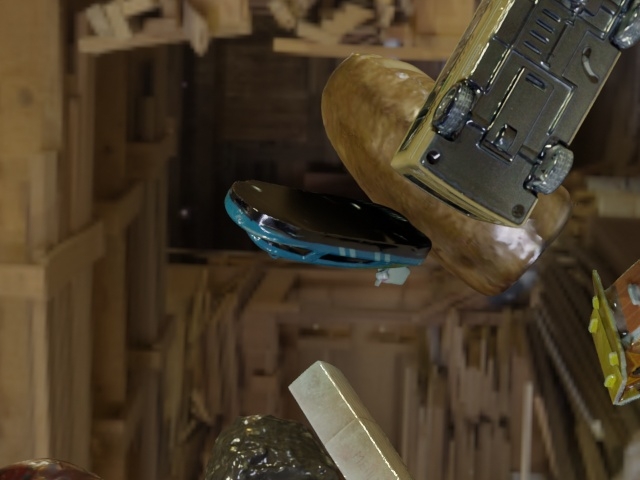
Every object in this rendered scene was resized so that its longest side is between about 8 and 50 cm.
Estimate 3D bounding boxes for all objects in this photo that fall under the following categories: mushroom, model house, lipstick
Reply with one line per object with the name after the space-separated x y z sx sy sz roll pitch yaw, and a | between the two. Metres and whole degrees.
0.156 -0.104 1.861 0.224 0.397 0.313 -51 3 11 | mushroom
0.572 0.143 1.875 0.323 0.340 0.300 -50 39 44 | model house
0.081 0.350 1.953 0.371 0.076 0.080 55 -167 32 | lipstick

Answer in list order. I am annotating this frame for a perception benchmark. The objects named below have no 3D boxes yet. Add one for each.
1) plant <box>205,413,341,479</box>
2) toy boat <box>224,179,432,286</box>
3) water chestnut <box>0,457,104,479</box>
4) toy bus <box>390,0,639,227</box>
-0.044 0.309 1.317 0.274 0.146 0.149 -114 32 -55 | plant
0.000 0.000 1.643 0.134 0.299 0.092 50 122 46 | toy boat
-0.444 0.482 2.008 0.347 0.335 0.335 -105 14 -60 | water chestnut
0.244 -0.206 1.555 0.365 0.177 0.202 -59 12 -5 | toy bus
